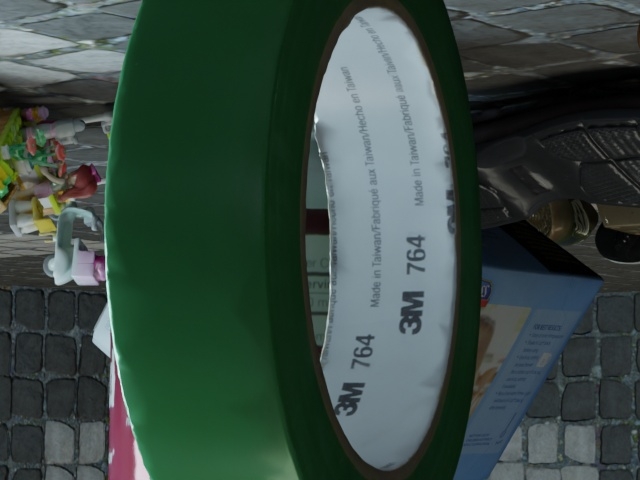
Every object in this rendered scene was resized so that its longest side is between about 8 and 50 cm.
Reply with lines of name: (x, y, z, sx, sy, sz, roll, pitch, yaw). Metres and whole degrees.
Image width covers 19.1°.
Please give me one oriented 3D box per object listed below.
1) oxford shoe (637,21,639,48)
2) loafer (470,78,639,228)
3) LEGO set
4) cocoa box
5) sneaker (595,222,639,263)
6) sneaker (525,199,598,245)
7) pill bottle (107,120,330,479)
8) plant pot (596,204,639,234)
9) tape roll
oxford shoe: (0.202, -0.133, 0.951, 0.076, 0.076, 0.212, 26, 166, -9)
loafer: (0.192, -0.082, 1.427, 0.302, 0.095, 0.109, -10, 139, 40)
LEGO set: (-0.199, -0.054, 1.469, 0.107, 0.132, 0.287, -9, 167, 5)
cocoa box: (0.031, 0.058, 1.622, 0.228, 0.231, 0.347, 39, -162, 33)
sneaker: (0.321, -0.031, 1.949, 0.121, 0.079, 0.217, 7, 164, -28)
sneaker: (0.260, -0.028, 2.041, 0.086, 0.064, 0.192, -7, 176, -10)
pill bottle: (-0.033, 0.070, 1.296, 0.224, 0.392, 0.224, 1, 174, 0)
plant pot: (0.273, -0.056, 1.523, 0.109, 0.096, 0.109, -3, 174, 29)
tape roll: (0.000, 0.000, 0.928, 0.077, 0.321, 0.321, -2, 174, 20)
